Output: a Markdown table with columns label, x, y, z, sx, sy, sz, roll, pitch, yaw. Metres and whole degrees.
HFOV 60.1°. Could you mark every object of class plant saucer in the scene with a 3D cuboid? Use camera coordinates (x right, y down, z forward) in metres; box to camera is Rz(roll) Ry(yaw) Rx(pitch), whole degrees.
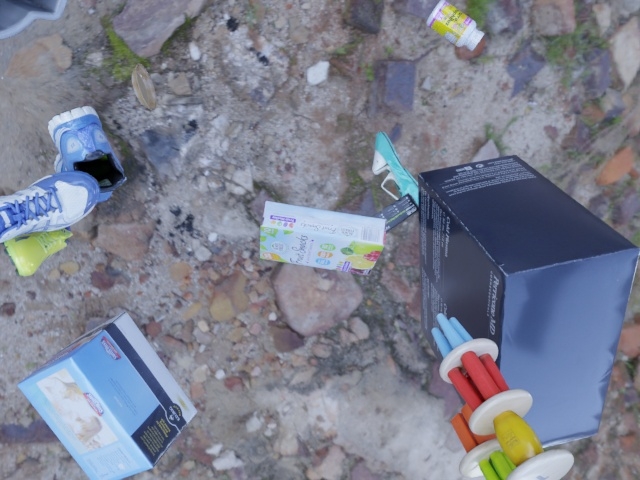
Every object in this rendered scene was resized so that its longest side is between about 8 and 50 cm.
| label | x | y | z | sx | sy | sz | roll | pitch | yaw |
| --- | --- | --- | --- | --- | --- | --- | --- | --- | --- |
| plant saucer | -0.317 | -0.272 | 0.989 | 0.015 | 0.083 | 0.083 | -13 | 113 | 4 |

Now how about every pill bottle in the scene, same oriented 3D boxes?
| label | x | y | z | sx | sy | sz | roll | pitch | yaw |
| --- | --- | --- | --- | --- | --- | --- | --- | --- | --- |
| pill bottle | 0.206 | -0.326 | 0.844 | 0.083 | 0.043 | 0.043 | 35 | 85 | 0 |

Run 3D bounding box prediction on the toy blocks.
| label | x | y | z | sx | sy | sz | roll | pitch | yaw |
| --- | --- | --- | --- | --- | --- | --- | --- | --- | --- |
| toy blocks | 0.132 | 0.143 | 0.456 | 0.054 | 0.148 | 0.123 | -15 | 133 | -10 |

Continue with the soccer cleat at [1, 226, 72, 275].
| label | x | y | z | sx | sy | sz | roll | pitch | yaw |
| --- | --- | --- | --- | --- | --- | --- | --- | --- | --- |
| soccer cleat | -0.622 | 0.001 | 1.234 | 0.121 | 0.289 | 0.093 | -17 | 108 | -14 |

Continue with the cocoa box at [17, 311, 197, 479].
| label | x | y | z | sx | sy | sz | roll | pitch | yaw |
| --- | --- | --- | --- | --- | --- | --- | --- | --- | --- |
| cocoa box | -0.544 | 0.413 | 1.442 | 0.231 | 0.228 | 0.347 | -27 | 101 | 26 |

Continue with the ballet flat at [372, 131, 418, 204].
| label | x | y | z | sx | sy | sz | roll | pitch | yaw |
| --- | --- | --- | --- | --- | --- | --- | --- | --- | --- |
| ballet flat | 0.193 | -0.187 | 1.507 | 0.087 | 0.247 | 0.083 | -30 | 163 | -2 |

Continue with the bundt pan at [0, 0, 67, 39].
| label | x | y | z | sx | sy | sz | roll | pitch | yaw |
| --- | --- | --- | --- | --- | --- | --- | --- | --- | --- |
| bundt pan | -0.354 | -0.352 | 0.482 | 0.331 | 0.124 | 0.330 | -29 | 131 | -41 |

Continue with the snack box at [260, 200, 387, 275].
| label | x | y | z | sx | sy | sz | roll | pitch | yaw |
| --- | --- | --- | --- | --- | --- | --- | --- | --- | --- |
| snack box | 0.000 | 0.000 | 0.664 | 0.141 | 0.100 | 0.037 | 9 | 65 | -3 |

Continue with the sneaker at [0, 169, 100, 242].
| label | x | y | z | sx | sy | sz | roll | pitch | yaw |
| --- | --- | --- | --- | --- | --- | --- | --- | --- | --- |
| sneaker | -0.580 | -0.048 | 1.080 | 0.296 | 0.131 | 0.111 | -21 | 108 | -5 |

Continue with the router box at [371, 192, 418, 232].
| label | x | y | z | sx | sy | sz | roll | pitch | yaw |
| --- | --- | --- | --- | --- | --- | --- | --- | --- | --- |
| router box | 0.113 | -0.031 | 0.990 | 0.122 | 0.092 | 0.038 | -34 | 86 | -2 |

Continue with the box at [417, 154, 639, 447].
| label | x | y | z | sx | sy | sz | roll | pitch | yaw |
| --- | --- | --- | --- | --- | --- | --- | --- | --- | --- |
| box | 0.288 | 0.092 | 0.863 | 0.179 | 0.312 | 0.343 | -11 | 122 | -5 |

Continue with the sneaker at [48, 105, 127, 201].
| label | x | y | z | sx | sy | sz | roll | pitch | yaw |
| --- | --- | --- | --- | --- | --- | --- | --- | --- | --- |
| sneaker | -0.513 | -0.151 | 1.233 | 0.130 | 0.330 | 0.147 | -25 | 79 | -20 |
